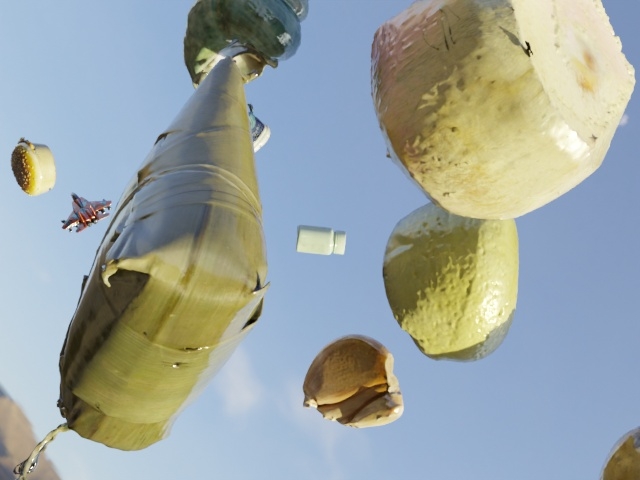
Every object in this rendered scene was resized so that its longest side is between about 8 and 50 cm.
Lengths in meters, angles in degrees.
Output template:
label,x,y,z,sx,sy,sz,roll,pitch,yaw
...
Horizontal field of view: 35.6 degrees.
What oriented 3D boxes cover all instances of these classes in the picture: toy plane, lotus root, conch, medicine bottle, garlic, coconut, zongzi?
label,x,y,z,sx,sy,sz,roll,pitch,yaw
toy plane,-0.561,-0.072,2.358,0.189,0.130,0.061,36,-25,60
lotus root,0.563,0.453,1.723,0.183,0.182,0.310,34,-56,36
conch,-0.130,-0.377,1.788,0.195,0.277,0.220,45,-8,36
medicine bottle,0.000,0.000,1.695,0.083,0.047,0.047,7,-31,-3
garlic,0.074,0.329,2.317,0.110,0.228,0.217,30,49,-72
coconut,0.250,-0.213,1.527,0.404,0.404,0.405,40,-27,25
zongzi,-0.194,0.053,1.161,0.181,0.418,0.447,21,-49,-17

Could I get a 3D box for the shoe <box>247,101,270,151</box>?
label,x,y,z,sx,sy,sz,roll,pitch,yaw
shoe,-0.211,-0.232,2.351,0.091,0.207,0.106,10,-38,46

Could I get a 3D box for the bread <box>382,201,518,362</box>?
label,x,y,z,sx,sy,sz,roll,pitch,yaw
bread,0.260,0.067,1.865,0.237,0.320,0.320,-5,-54,25

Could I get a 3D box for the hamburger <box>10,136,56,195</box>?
label,x,y,z,sx,sy,sz,roll,pitch,yaw
hamburger,-0.675,-0.174,2.324,0.126,0.081,0.141,-12,-93,52
